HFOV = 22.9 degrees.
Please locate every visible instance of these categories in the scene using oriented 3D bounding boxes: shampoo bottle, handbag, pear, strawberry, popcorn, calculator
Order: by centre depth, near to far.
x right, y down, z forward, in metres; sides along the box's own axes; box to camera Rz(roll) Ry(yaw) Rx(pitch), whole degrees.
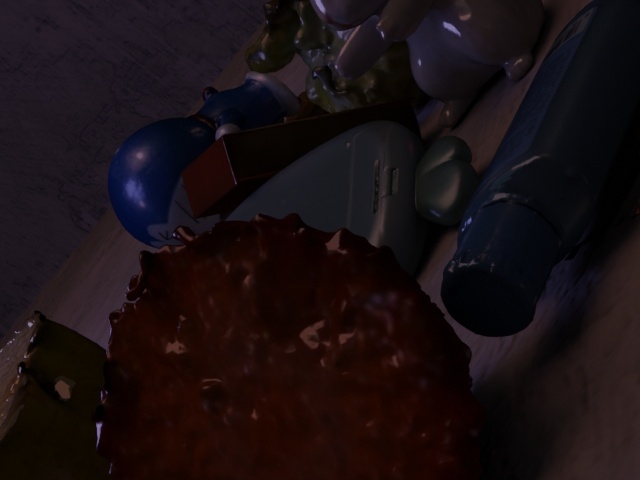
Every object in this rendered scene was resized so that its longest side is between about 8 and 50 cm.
[{"bbox_3d":[0.009,0.097,0.838,0.234,0.234,0.178,-48,-16,23],"label":"strawberry"},{"bbox_3d":[0.131,-0.044,0.901,0.104,0.061,0.258,-52,4,45],"label":"shampoo bottle"},{"bbox_3d":[0.000,0.000,1.223,0.299,0.041,0.185,-28,42,36],"label":"calculator"},{"bbox_3d":[-0.263,0.264,1.273,0.386,0.191,0.340,-47,16,25],"label":"pear"},{"bbox_3d":[-0.013,-0.073,1.387,0.190,0.062,0.127,-13,-8,-23],"label":"handbag"},{"bbox_3d":[0.025,-0.200,1.513,0.198,0.213,0.198,4,-90,-78],"label":"popcorn"}]

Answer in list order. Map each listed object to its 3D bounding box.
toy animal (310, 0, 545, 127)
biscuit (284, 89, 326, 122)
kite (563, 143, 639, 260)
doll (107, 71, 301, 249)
[{"bbox_3d":[0.046,-0.205,1.294,0.140,0.282,0.138,-33,37,66],"label":"toy animal"},{"bbox_3d":[-0.044,-0.111,1.960,0.237,0.026,0.131,-61,13,-26],"label":"biscuit"},{"bbox_3d":[0.231,-0.111,0.883,0.310,0.015,0.169,-55,9,-12],"label":"kite"},{"bbox_3d":[-0.134,-0.092,1.892,0.257,0.161,0.215,-42,-7,-20],"label":"doll"}]
